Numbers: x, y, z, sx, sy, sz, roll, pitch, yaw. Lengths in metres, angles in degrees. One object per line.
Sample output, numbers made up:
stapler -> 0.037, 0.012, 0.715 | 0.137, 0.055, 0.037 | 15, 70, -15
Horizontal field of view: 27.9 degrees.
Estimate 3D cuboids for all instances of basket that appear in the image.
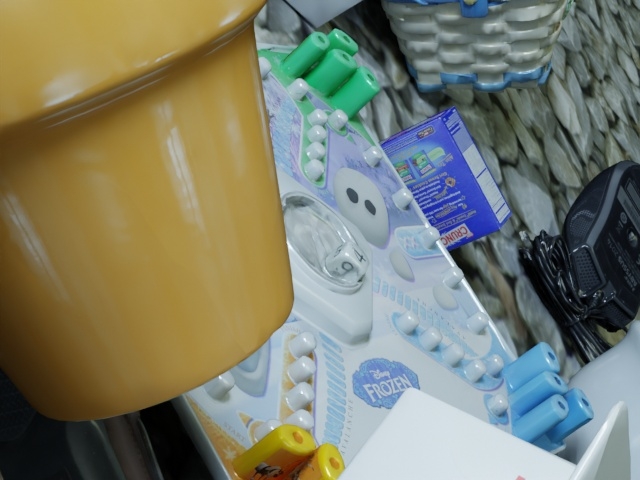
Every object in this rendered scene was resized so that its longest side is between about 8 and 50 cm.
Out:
basket -> 0.144, -0.303, 1.195 | 0.289, 0.201, 0.255 | 71, 21, -45

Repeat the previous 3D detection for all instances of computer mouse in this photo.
computer mouse -> 0.294, 0.013, 1.379 | 0.188, 0.072, 0.272 | 57, 44, -17

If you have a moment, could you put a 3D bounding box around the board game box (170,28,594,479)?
board game box -> 0.000, 0.000, 0.873 | 0.390, 0.050, 0.390 | -6, 60, -57

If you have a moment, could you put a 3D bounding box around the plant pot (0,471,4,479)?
plant pot -> -0.203, 0.109, 0.429 | 0.263, 0.263, 0.229 | -75, 149, -47

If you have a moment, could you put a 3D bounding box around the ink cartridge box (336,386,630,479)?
ink cartridge box -> 0.044, 0.216, 0.588 | 0.207, 0.119, 0.353 | -49, 148, -29

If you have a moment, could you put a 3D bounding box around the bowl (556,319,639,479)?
bowl -> 0.268, 0.227, 1.082 | 0.298, 0.134, 0.298 | 62, 10, -20

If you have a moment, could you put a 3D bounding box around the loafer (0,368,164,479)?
loafer -> -0.104, 0.153, 0.649 | 0.095, 0.109, 0.302 | 5, 61, -59

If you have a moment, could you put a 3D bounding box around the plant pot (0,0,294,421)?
plant pot -> -0.101, -0.035, 0.555 | 0.205, 0.205, 0.188 | -51, 125, -56

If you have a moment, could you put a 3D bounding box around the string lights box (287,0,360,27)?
string lights box -> -0.011, -0.331, 1.146 | 0.133, 0.076, 0.260 | 38, 40, -36

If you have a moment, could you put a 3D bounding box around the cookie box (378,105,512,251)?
cookie box -> 0.097, -0.046, 1.096 | 0.107, 0.092, 0.040 | 61, 35, -8
